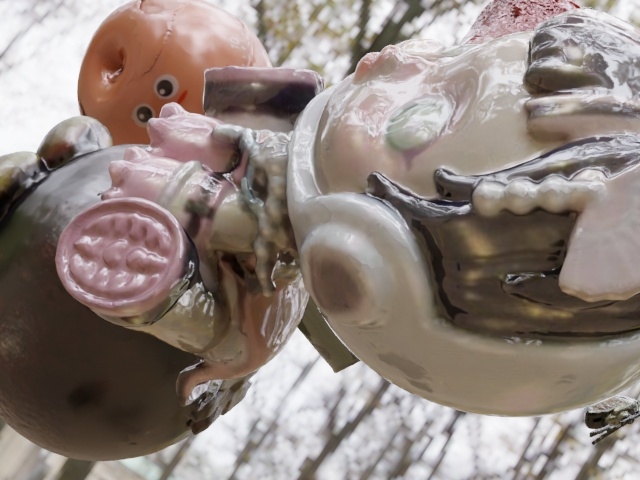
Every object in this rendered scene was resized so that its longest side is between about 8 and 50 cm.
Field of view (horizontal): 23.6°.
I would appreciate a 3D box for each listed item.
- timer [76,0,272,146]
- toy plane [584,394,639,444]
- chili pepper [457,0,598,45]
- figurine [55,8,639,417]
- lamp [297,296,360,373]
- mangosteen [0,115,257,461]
[{"bbox_3d":[-0.176,-0.183,1.867,0.215,0.229,0.230,22,-5,-36],"label":"timer"},{"bbox_3d":[0.310,0.171,1.553,0.049,0.121,0.031,34,-45,53],"label":"toy plane"},{"bbox_3d":[0.127,-0.114,1.199,0.110,0.387,0.110,23,-46,26],"label":"chili pepper"},{"bbox_3d":[0.059,-0.014,0.868,0.361,0.253,0.211,-7,-47,28],"label":"figurine"},{"bbox_3d":[0.000,0.000,1.295,0.214,0.121,0.121,65,-14,6],"label":"lamp"},{"bbox_3d":[-0.210,0.037,1.414,0.347,0.307,0.307,36,-14,14],"label":"mangosteen"}]
